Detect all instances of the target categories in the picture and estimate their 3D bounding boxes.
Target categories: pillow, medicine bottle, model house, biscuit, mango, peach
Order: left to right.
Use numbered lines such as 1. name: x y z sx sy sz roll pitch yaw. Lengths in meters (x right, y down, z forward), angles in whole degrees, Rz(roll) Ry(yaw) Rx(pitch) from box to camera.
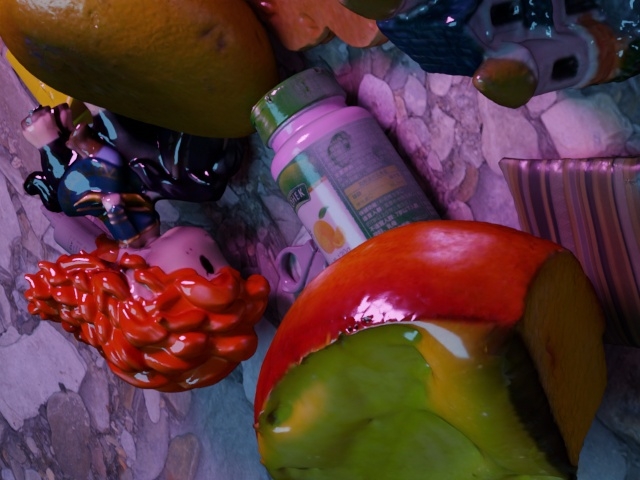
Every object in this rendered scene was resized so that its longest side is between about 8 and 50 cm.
1. medicine bottle: -0.339 -0.002 2.231 0.199 0.057 0.057 35 132 34
2. mango: -0.204 -0.232 1.759 0.365 0.182 0.253 36 148 -18
3. biscuit: -0.032 -0.347 1.707 0.376 0.051 0.269 42 137 32
4. medicine bottle: 0.035 -0.054 1.712 0.274 0.133 0.133 58 141 13
5. peach: 0.112 0.113 1.508 0.306 0.242 0.380 38 141 -23
6. model house: 0.143 -0.235 1.380 0.184 0.291 0.253 15 119 50
7. pillow: 0.280 0.012 1.523 0.212 0.052 0.208 1 115 48

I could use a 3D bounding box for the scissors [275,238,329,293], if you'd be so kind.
1. scissors: 0.000 0.000 1.868 0.110 0.021 0.212 41 136 26

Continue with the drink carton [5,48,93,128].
1. drink carton: -0.285 -0.314 1.975 0.154 0.111 0.351 52 140 19

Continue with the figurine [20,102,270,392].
1. figurine: -0.218 -0.017 1.943 0.241 0.306 0.412 -115 23 -86
